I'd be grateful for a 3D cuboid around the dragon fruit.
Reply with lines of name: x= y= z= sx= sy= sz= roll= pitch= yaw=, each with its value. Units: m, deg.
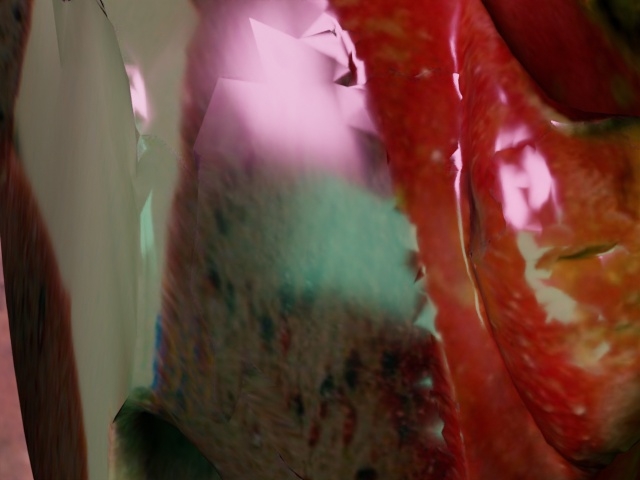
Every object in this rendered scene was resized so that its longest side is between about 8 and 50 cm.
dragon fruit: x=0.000 y=0.000 z=0.472 sx=0.268 sy=0.130 sz=0.295 roll=-130 pitch=40 yaw=-55
